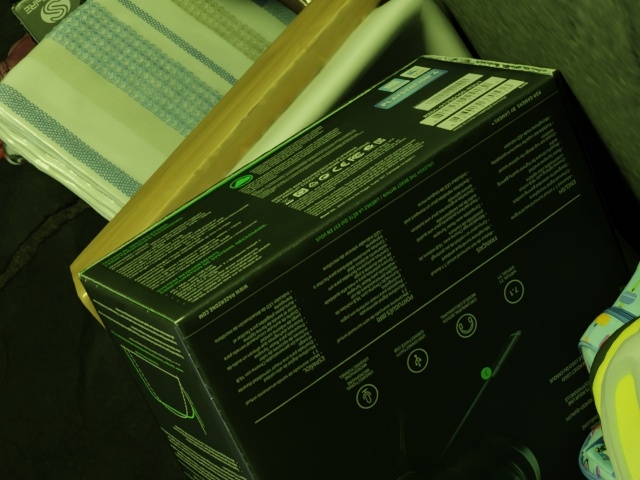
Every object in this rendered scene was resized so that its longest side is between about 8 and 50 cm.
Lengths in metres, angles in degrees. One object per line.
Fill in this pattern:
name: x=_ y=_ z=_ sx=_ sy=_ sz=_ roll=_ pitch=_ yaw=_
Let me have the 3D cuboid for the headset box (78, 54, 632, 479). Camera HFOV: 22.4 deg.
headset box: x=0.051 y=0.082 z=0.886 sx=0.131 sy=0.246 sz=0.283 roll=19 pitch=139 yaw=59

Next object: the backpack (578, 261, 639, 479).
backpack: x=0.193 y=0.096 z=0.804 sx=0.173 sy=0.117 sz=0.158 roll=55 pitch=177 yaw=-20

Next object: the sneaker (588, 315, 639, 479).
sneaker: x=0.241 y=0.179 z=0.676 sx=0.384 sy=0.145 sz=0.147 roll=63 pitch=169 yaw=-12

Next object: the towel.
towel: x=-0.080 y=-0.108 z=1.141 sx=0.209 sy=0.285 sz=0.034 roll=36 pitch=140 yaw=3

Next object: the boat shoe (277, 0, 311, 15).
boat shoe: x=-0.070 y=-0.221 z=1.145 sx=0.342 sy=0.123 sz=0.123 roll=52 pitch=179 yaw=16

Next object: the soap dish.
soap dish: x=0.000 y=0.000 z=1.007 sx=0.118 sy=0.291 sz=0.229 roll=15 pitch=149 yaw=51

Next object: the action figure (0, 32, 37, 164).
action figure: x=-0.222 y=-0.199 z=1.678 sx=0.248 sy=0.370 sz=0.275 roll=51 pitch=178 yaw=32

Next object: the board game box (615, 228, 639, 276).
board game box: x=0.242 y=0.214 z=1.079 sx=0.390 sy=0.050 sz=0.390 roll=51 pitch=160 yaw=21

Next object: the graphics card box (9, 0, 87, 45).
graphics card box: x=-0.082 y=-0.140 z=1.484 sx=0.371 sy=0.233 sz=0.094 roll=52 pitch=180 yaw=-19
